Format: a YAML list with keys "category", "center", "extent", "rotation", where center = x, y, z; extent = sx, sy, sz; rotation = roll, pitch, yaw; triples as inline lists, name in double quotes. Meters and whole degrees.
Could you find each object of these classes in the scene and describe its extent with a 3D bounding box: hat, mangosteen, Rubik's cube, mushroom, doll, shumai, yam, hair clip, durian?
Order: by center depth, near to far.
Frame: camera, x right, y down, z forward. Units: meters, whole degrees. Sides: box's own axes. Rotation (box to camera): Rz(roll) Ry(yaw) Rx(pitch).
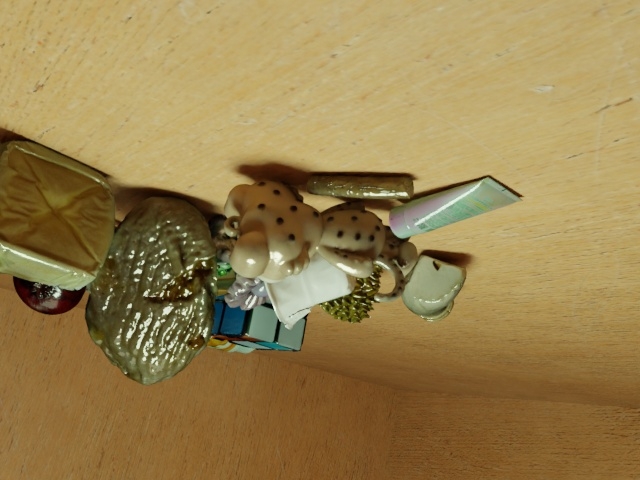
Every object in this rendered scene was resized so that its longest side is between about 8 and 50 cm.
- category: "yam"
  center: [0.050, -0.071, 0.933]
  extent: [0.146, 0.032, 0.032]
  rotation: [4, 163, 26]
- category: "doll"
  center: [0.001, -0.002, 0.995]
  extent: [0.278, 0.154, 0.119]
  rotation: [13, 141, -12]
- category: "hat"
  center: [-0.015, 0.036, 1.149]
  extent: [0.126, 0.203, 0.203]
  rotation: [-15, 159, 9]
- category: "mushroom"
  center: [0.197, 0.089, 1.285]
  extent: [0.096, 0.108, 0.247]
  rotation: [50, 171, 17]
- category: "shumai"
  center: [-0.272, 0.074, 1.292]
  extent: [0.217, 0.345, 0.283]
  rotation: [10, -167, 3]
- category: "durian"
  center: [0.038, 0.071, 1.327]
  extent: [0.252, 0.144, 0.139]
  rotation: [17, -174, -38]
- category: "hair clip"
  center: [-0.128, 0.052, 1.340]
  extent: [0.173, 0.069, 0.300]
  rotation: [-30, 146, 8]
- category: "Rubik's cube"
  center: [-0.147, 0.154, 1.612]
  extent: [0.180, 0.167, 0.183]
  rotation: [23, 162, -40]
- category: "mangosteen"
  center: [-0.673, 0.094, 1.797]
  extent: [0.200, 0.199, 0.200]
  rotation: [10, 164, 3]

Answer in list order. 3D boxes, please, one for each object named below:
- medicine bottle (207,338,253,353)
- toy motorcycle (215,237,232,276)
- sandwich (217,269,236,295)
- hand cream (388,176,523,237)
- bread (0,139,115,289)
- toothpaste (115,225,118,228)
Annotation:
- category: "medicine bottle"
  center: [-0.314, 0.206, 1.931]
  extent: [0.318, 0.158, 0.158]
  rotation: [21, 161, -34]
- category: "toy motorcycle"
  center: [-0.216, 0.037, 1.434]
  extent: [0.106, 0.074, 0.190]
  rotation: [6, 166, -17]
- category: "sandwich"
  center: [-0.279, 0.099, 1.556]
  extent: [0.163, 0.079, 0.113]
  rotation: [-2, 152, -26]
- category: "hand cream"
  center: [0.170, -0.043, 0.938]
  extent: [0.076, 0.047, 0.174]
  rotation: [24, 151, -37]
- category: "bread"
  center: [-0.425, -0.036, 1.083]
  extent: [0.110, 0.192, 0.210]
  rotation: [-17, 153, 37]
- category: "toothpaste"
  center: [-0.346, 0.015, 1.490]
  extent: [0.078, 0.046, 0.248]
  rotation: [-17, 153, 32]
